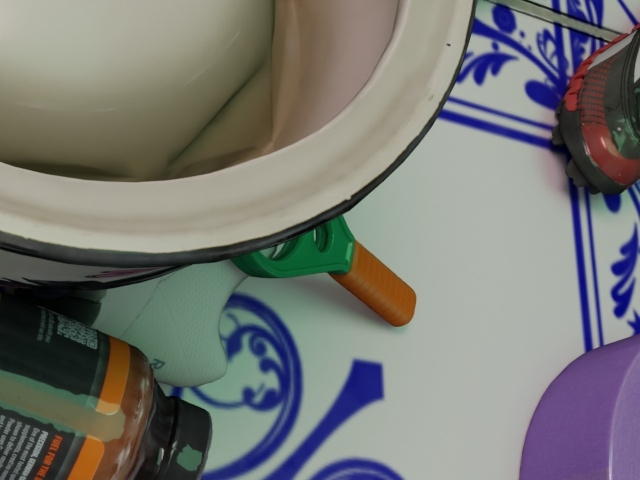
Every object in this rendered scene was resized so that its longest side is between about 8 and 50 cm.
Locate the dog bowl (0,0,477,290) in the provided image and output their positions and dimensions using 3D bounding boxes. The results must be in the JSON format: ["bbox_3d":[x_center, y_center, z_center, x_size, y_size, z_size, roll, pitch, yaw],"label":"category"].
[{"bbox_3d":[-0.134,-0.158,0.739,0.407,0.150,0.408,12,64,-25],"label":"dog bowl"}]

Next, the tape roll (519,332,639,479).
[{"bbox_3d":[0.269,0.196,1.083,0.274,0.090,0.275,14,65,-34],"label":"tape roll"}]

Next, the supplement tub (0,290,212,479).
[{"bbox_3d":[-0.156,0.083,0.767,0.197,0.106,0.106,24,59,-16],"label":"supplement tub"}]

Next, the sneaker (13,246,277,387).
[{"bbox_3d":[-0.077,-0.048,0.915,0.129,0.111,0.297,38,60,-35],"label":"sneaker"}]

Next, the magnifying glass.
[{"bbox_3d":[0.000,0.000,0.928,0.231,0.026,0.092,38,56,-52],"label":"magnifying glass"}]

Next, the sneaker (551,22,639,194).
[{"bbox_3d":[0.283,-0.134,1.190,0.276,0.135,0.098,-43,103,-38],"label":"sneaker"}]
